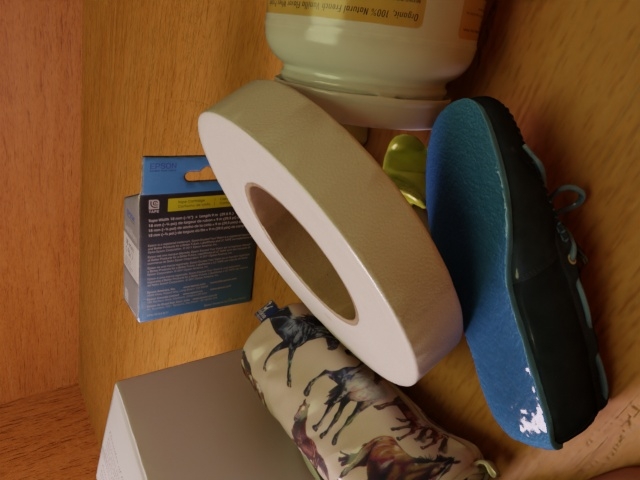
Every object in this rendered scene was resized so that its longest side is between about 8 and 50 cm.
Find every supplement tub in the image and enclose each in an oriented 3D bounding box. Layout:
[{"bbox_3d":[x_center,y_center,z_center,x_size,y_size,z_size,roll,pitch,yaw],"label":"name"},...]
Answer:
[{"bbox_3d":[0.062,-0.289,0.541,0.228,0.228,0.316,33,123,47],"label":"supplement tub"}]

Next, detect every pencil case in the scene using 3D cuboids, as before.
[{"bbox_3d":[0.046,0.240,0.741,0.410,0.160,0.183,36,100,45],"label":"pencil case"}]

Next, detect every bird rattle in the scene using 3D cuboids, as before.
[{"bbox_3d":[0.076,-0.015,0.682,0.254,0.143,0.206,-24,94,57],"label":"bird rattle"}]

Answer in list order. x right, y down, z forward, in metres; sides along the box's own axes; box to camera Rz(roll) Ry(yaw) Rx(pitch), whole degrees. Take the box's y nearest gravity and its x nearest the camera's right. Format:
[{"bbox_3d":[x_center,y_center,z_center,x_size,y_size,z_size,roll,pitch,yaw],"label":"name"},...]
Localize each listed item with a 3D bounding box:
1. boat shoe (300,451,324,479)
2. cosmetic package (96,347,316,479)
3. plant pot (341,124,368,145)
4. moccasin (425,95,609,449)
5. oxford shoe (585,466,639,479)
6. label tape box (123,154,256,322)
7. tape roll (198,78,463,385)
[{"bbox_3d":[0.058,0.365,0.795,0.302,0.114,0.091,38,131,43],"label":"boat shoe"},{"bbox_3d":[-0.203,0.459,0.997,0.327,0.330,0.393,57,137,31],"label":"cosmetic package"},{"bbox_3d":[0.021,-0.162,0.762,0.081,0.082,0.083,-35,81,52],"label":"plant pot"},{"bbox_3d":[0.196,0.026,0.530,0.138,0.117,0.341,-2,101,67],"label":"moccasin"},{"bbox_3d":[0.207,0.353,0.553,0.140,0.147,0.397,57,139,29],"label":"oxford shoe"},{"bbox_3d":[-0.250,-0.023,1.031,0.106,0.241,0.333,38,126,47],"label":"label tape box"},{"bbox_3d":[0.000,0.000,0.619,0.392,0.072,0.392,47,165,17],"label":"tape roll"}]
